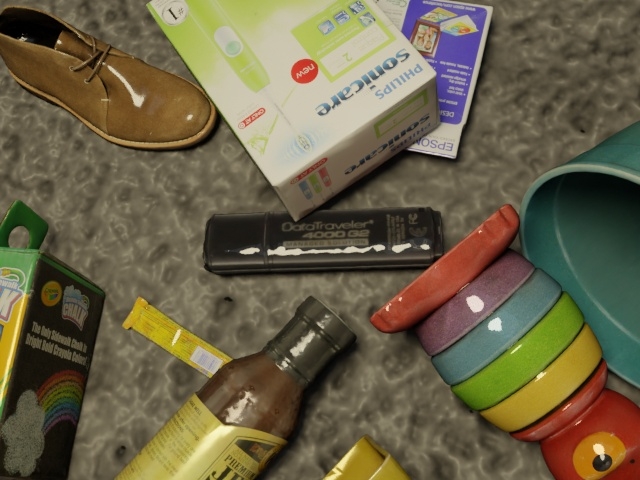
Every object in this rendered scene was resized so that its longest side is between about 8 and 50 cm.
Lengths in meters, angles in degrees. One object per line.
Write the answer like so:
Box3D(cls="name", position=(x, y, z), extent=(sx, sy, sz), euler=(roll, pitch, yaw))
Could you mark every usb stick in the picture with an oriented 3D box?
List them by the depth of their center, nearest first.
Box3D(cls="usb stick", position=(0.000, 0.000, 0.904), extent=(0.278, 0.045, 0.077), euler=(-2, 65, 7))

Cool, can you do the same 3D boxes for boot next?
Box3D(cls="boot", position=(-0.274, -0.201, 0.968), extent=(0.305, 0.115, 0.112), euler=(22, 73, 11))

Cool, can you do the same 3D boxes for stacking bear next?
Box3D(cls="stacking bear", position=(0.212, 0.129, 0.779), extent=(0.175, 0.164, 0.289), euler=(-41, 83, 7))

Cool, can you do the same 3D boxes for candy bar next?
Box3D(cls="candy bar", position=(-0.157, 0.120, 0.899), extent=(0.162, 0.018, 0.040), euler=(29, 82, 14))

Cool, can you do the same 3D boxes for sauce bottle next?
Box3D(cls="sauce bottle", position=(-0.101, 0.204, 0.815), extent=(0.111, 0.111, 0.344), euler=(40, 83, 17))

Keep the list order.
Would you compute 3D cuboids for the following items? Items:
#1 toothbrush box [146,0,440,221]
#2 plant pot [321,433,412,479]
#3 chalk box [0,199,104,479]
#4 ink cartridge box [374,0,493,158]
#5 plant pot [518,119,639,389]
Box3D(cls="toothbrush box", position=(-0.030, -0.201, 0.890), extent=(0.206, 0.122, 0.283), euler=(-34, 71, -1))
Box3D(cls="plant pot", position=(0.046, 0.329, 0.719), extent=(0.187, 0.212, 0.212), euler=(44, 82, 4))
Box3D(cls="chalk box", position=(-0.362, 0.102, 0.847), extent=(0.179, 0.180, 0.288), euler=(4, 72, 8))
Box3D(cls="ink cartridge box", position=(0.087, -0.204, 0.957), extent=(0.206, 0.045, 0.208), euler=(13, 74, 13))
Box3D(cls="plant pot", position=(0.382, -0.021, 0.761), extent=(0.255, 0.271, 0.271), euler=(-36, 71, -20))
